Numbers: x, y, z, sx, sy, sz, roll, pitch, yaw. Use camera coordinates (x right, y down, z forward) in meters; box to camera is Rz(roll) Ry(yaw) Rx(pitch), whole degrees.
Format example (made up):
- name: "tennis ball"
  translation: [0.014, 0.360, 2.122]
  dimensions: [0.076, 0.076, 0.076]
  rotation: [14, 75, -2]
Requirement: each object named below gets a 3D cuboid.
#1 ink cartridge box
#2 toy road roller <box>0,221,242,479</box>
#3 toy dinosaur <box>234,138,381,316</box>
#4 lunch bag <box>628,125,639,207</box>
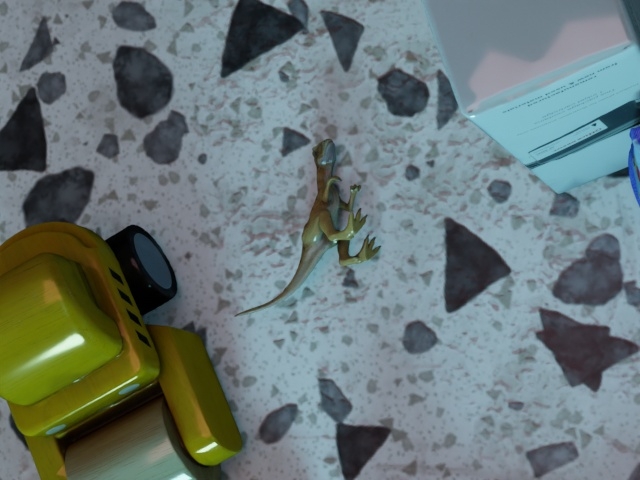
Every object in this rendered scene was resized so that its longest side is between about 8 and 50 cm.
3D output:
- name: "ink cartridge box"
  translation: [0.208, -0.230, 1.744]
  dimensions: [0.166, 0.395, 0.286]
  rotation: [-22, 76, 14]
- name: "toy road roller"
  translation: [-0.253, 0.139, 1.946]
  dimensions: [0.202, 0.240, 0.330]
  rotation: [-29, 73, 15]
- name: "toy dinosaur"
  translation: [0.000, 0.000, 1.977]
  dimensions: [0.112, 0.064, 0.212]
  rotation: [10, 76, 39]
- name: "lunch bag"
  translation: [0.365, 0.012, 1.702]
  dimensions: [0.138, 0.293, 0.221]
  rotation: [-19, 76, 17]
